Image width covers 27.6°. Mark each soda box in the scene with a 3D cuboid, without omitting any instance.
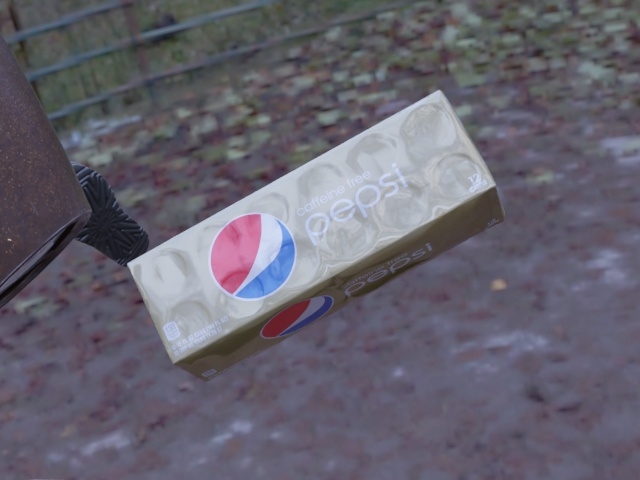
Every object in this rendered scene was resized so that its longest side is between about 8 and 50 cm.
[{"bbox_3d":[0.000,0.000,0.659,0.181,0.058,0.061,-29,70,4],"label":"soda box"}]

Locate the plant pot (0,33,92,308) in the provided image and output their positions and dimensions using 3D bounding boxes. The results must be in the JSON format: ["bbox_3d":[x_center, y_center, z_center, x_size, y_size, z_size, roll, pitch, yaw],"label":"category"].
[{"bbox_3d":[-0.256,-0.063,0.780,0.215,0.230,0.215,-44,1,1],"label":"plant pot"}]

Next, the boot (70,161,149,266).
[{"bbox_3d":[-0.309,-0.054,1.475,0.208,0.189,0.076,30,72,35],"label":"boot"}]
